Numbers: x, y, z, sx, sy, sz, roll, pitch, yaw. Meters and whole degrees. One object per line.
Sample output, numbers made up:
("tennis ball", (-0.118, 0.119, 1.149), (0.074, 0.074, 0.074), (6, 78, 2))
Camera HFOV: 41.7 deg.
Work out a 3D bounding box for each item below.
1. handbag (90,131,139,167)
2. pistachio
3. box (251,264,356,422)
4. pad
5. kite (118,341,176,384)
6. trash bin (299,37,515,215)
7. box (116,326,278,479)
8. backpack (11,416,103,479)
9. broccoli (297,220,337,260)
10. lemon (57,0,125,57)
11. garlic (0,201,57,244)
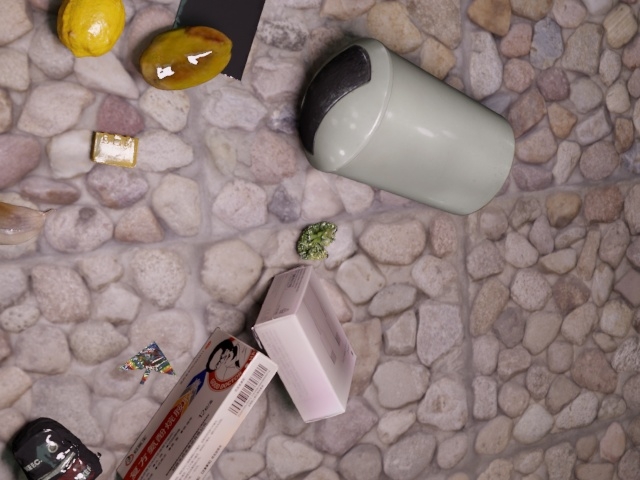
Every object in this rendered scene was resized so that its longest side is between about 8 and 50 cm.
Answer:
("handbag", (-0.390, -0.172, 1.593), (0.083, 0.027, 0.061), (8, 93, -27))
("pistachio", (-0.258, -0.344, 1.599), (0.189, 0.100, 0.110), (-29, 144, -22))
("box", (-0.028, 0.210, 1.729), (0.106, 0.203, 0.251), (-18, 112, 17))
("pad", (-0.194, -0.460, 1.668), (0.170, 0.006, 0.245), (17, 89, -28))
("kite", (-0.341, 0.247, 1.688), (0.122, 0.004, 0.090), (18, 88, -28))
("trash bin", (0.166, -0.228, 1.742), (0.432, 0.280, 0.280), (19, 88, -32))
("box", (-0.244, 0.349, 1.634), (0.069, 0.214, 0.353), (42, 77, -27))
("backpack", (-0.497, 0.415, 1.571), (0.120, 0.106, 0.165), (-46, 118, -10))
("broccoli", (0.000, 0.000, 1.786), (0.097, 0.092, 0.095), (12, 65, -39))
("lemon", (-0.409, -0.399, 1.504), (0.114, 0.114, 0.155), (21, 82, -28))
("garlic", (-0.553, -0.029, 1.504), (0.152, 0.066, 0.084), (12, 89, -26))
